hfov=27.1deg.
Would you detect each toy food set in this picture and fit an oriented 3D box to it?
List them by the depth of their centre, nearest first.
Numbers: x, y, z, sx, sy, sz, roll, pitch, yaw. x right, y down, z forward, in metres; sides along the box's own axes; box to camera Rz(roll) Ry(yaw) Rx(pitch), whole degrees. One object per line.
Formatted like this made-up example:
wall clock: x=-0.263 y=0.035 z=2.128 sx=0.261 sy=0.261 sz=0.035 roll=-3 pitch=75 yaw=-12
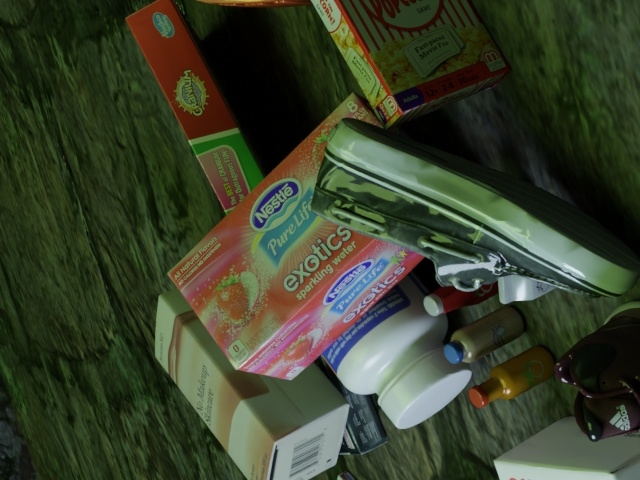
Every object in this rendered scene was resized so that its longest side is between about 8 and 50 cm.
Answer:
toy food set: x=0.179 y=0.057 z=1.437 sx=0.111 sy=0.105 sz=0.232 roll=26 pitch=132 yaw=48

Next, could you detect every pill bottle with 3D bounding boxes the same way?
pill bottle: x=0.057 y=0.089 z=1.608 sx=0.272 sy=0.152 sz=0.152 roll=53 pitch=148 yaw=22

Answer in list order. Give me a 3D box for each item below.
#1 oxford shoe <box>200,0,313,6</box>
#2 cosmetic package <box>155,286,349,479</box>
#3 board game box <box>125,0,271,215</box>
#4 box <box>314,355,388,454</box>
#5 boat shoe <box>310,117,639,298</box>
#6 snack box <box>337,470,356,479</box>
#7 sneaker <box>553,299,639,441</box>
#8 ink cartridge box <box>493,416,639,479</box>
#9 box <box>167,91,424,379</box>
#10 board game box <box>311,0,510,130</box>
oxford shoe: x=-0.113 y=-0.356 z=1.599 sx=0.364 sy=0.130 sz=0.132 roll=20 pitch=110 yaw=41
cosmetic package: x=-0.102 y=0.195 z=1.860 sx=0.296 sy=0.129 sz=0.153 roll=47 pitch=147 yaw=32
board game box: x=-0.131 y=-0.139 z=1.725 sx=0.316 sy=0.064 sz=0.242 roll=62 pitch=-178 yaw=8
box: x=-0.006 y=0.197 z=1.889 sx=0.175 sy=0.051 sz=0.220 roll=-17 pitch=96 yaw=60
boat shoe: x=0.149 y=-0.009 z=1.323 sx=0.335 sy=0.121 sz=0.119 roll=26 pitch=109 yaw=13
snack box: x=0.042 y=0.426 z=2.005 sx=0.064 sy=0.022 sz=0.178 roll=44 pitch=144 yaw=32
sneaker: x=0.329 y=0.158 z=1.209 sx=0.281 sy=0.163 sz=0.106 roll=25 pitch=131 yaw=49
ink cartridge box: x=0.320 y=0.334 z=1.398 sx=0.198 sy=0.115 sz=0.272 roll=-10 pitch=102 yaw=60
box: x=0.000 y=0.000 z=1.485 sx=0.300 sy=0.142 sz=0.154 roll=-43 pitch=65 yaw=12
board game box: x=0.083 y=-0.223 z=1.350 sx=0.193 sy=0.147 sz=0.045 roll=60 pitch=150 yaw=9
